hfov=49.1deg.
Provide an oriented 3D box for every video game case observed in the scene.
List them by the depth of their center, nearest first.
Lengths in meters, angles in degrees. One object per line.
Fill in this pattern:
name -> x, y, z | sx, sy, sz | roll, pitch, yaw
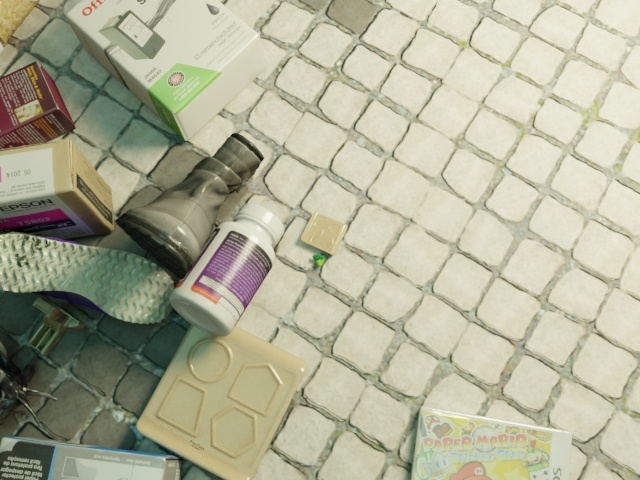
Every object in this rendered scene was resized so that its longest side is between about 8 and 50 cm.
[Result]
video game case -> 0.243, 0.364, 1.018 | 0.226, 0.026, 0.206 | 9, 74, 4

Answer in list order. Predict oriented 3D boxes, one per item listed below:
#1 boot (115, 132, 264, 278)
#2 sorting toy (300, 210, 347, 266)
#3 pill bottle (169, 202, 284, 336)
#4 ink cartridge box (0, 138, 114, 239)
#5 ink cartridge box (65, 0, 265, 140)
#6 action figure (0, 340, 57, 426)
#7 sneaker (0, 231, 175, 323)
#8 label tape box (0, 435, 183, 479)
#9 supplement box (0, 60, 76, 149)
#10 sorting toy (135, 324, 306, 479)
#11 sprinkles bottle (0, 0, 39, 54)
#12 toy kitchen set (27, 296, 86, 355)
boot -> -0.172, -0.069, 1.003 | 0.118, 0.338, 0.223 | 45, 82, -14
sorting toy -> 0.000, 0.000, 1.139 | 0.062, 0.012, 0.083 | 25, 72, 4
pill bottle -> -0.136, 0.040, 1.074 | 0.108, 0.108, 0.193 | 27, 63, 9
ink cartridge box -> -0.462, -0.062, 1.077 | 0.234, 0.193, 0.088 | -9, 73, 0
ink cartridge box -> -0.261, -0.338, 1.193 | 0.273, 0.115, 0.198 | 42, 79, 12
action figure -> -0.536, 0.199, 1.026 | 0.275, 0.141, 0.164 | 9, 48, 8
sneaker -> -0.370, 0.048, 1.085 | 0.293, 0.146, 0.102 | 19, 85, -24
label tape box -> -0.343, 0.456, 0.966 | 0.240, 0.106, 0.334 | 6, 74, 4
supplement box -> -0.528, -0.205, 1.179 | 0.188, 0.081, 0.104 | -27, 74, -6
sorting toy -> -0.148, 0.237, 1.065 | 0.193, 0.038, 0.208 | 25, 71, 9
sprinkles bottle -> -0.538, -0.475, 1.239 | 0.121, 0.121, 0.355 | 28, 76, 9
toy kitchen set -> -0.411, 0.140, 1.072 | 0.068, 0.083, 0.075 | 31, 77, 11
